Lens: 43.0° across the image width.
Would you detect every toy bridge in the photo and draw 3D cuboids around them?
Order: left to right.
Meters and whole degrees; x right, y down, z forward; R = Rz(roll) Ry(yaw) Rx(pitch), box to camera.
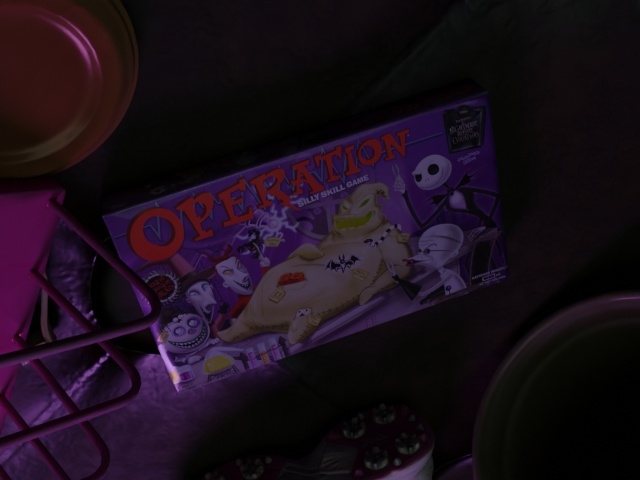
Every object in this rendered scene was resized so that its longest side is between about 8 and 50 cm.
[{"bbox_3d":[-0.268,0.026,0.693,0.063,0.026,0.188,-24,123,-4],"label":"toy bridge"}]

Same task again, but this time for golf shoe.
[{"bbox_3d":[-0.014,0.290,0.873,0.306,0.115,0.140,-18,126,-5],"label":"golf shoe"}]

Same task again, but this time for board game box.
[{"bbox_3d":[0.000,0.000,0.751,0.346,0.056,0.208,-19,118,-6],"label":"board game box"}]

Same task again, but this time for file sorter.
[{"bbox_3d":[-0.262,0.131,0.581,0.202,0.182,0.291,-11,131,-51],"label":"file sorter"}]

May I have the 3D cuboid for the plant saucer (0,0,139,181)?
[{"bbox_3d":[-0.225,-0.117,0.585,0.200,0.037,0.200,-19,138,-18],"label":"plant saucer"}]

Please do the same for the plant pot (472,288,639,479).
[{"bbox_3d":[0.371,0.246,0.877,0.323,0.323,0.280,-46,137,11],"label":"plant pot"}]
